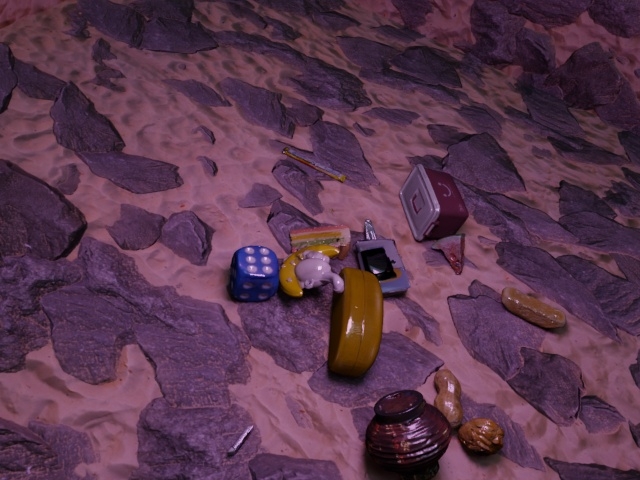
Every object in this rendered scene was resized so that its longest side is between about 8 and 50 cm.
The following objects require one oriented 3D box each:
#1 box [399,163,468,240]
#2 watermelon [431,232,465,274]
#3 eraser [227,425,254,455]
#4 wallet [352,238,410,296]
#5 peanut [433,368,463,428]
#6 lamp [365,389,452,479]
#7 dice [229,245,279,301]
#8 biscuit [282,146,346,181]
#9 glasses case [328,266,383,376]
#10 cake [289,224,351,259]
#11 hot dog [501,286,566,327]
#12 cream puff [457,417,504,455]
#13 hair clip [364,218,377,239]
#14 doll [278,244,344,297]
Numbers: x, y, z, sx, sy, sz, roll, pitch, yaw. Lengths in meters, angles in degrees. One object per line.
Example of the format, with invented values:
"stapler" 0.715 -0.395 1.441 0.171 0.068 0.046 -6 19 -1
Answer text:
"box" 0.450 -0.144 2.151 0.167 0.193 0.294 6 48 -22
"watermelon" 0.530 0.034 2.074 0.098 0.121 0.158 -9 55 -50
"eraser" -0.215 0.545 1.473 0.019 0.027 0.099 27 48 17
"wallet" 0.220 0.090 1.934 0.170 0.069 0.231 -7 61 -12
"peanut" 0.392 0.484 1.670 0.089 0.089 0.193 13 44 -5
"lamp" 0.242 0.542 1.489 0.247 0.247 0.247 8 49 -10
"dice" -0.215 0.110 1.765 0.146 0.146 0.143 2 48 -19
"biscuit" -0.026 -0.319 2.257 0.292 0.026 0.048 27 45 6
"glasses case" 0.119 0.246 1.726 0.141 0.173 0.371 14 48 -10
"cake" 0.002 0.013 1.978 0.225 0.090 0.109 -5 52 4
"hot dog" 0.771 0.254 1.978 0.242 0.073 0.084 25 45 9
"cream puff" 0.472 0.580 1.594 0.133 0.119 0.104 2 64 20
"hair clip" 0.207 0.023 2.027 0.066 0.036 0.229 -10 65 -16
"doll" -0.034 0.106 1.801 0.252 0.111 0.237 -9 31 15
